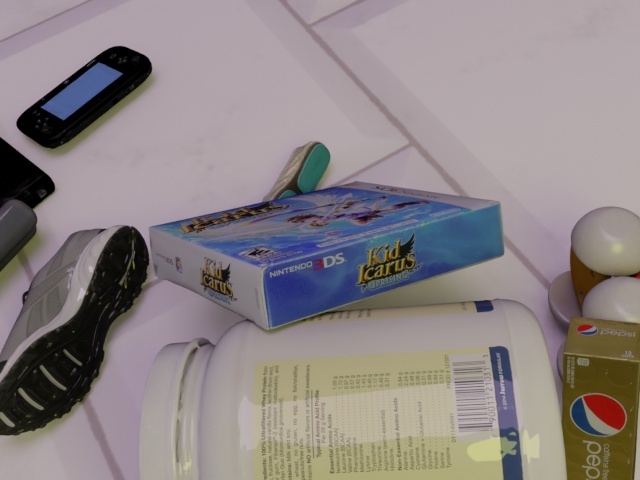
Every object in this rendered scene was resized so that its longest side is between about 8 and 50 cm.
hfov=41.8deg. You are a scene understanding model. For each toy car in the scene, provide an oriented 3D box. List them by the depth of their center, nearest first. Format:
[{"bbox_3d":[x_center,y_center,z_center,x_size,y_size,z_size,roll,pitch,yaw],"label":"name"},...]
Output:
[{"bbox_3d":[0.304,0.065,0.811,0.136,0.159,0.182,2,54,1],"label":"toy car"}]

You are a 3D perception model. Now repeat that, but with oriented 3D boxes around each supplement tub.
[{"bbox_3d":[0.031,0.177,0.727,0.325,0.235,0.235,-5,54,7],"label":"supplement tub"}]

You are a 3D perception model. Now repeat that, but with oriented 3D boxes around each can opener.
[{"bbox_3d":[-0.424,0.081,0.994,0.095,0.076,0.283,39,64,-4],"label":"can opener"}]

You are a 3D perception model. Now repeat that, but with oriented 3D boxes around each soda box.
[{"bbox_3d":[0.244,0.159,0.731,0.061,0.181,0.058,4,29,21],"label":"soda box"}]

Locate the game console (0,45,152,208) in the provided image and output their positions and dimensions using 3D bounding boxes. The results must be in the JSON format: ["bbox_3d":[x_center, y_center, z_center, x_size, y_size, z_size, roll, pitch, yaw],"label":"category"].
[{"bbox_3d":[-0.399,-0.161,1.167,0.213,0.044,0.361,33,66,28],"label":"game console"}]

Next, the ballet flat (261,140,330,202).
[{"bbox_3d":[-0.040,-0.054,1.030,0.052,0.057,0.168,-3,45,43],"label":"ballet flat"}]

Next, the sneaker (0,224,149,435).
[{"bbox_3d":[-0.296,0.096,0.941,0.108,0.100,0.271,4,51,30],"label":"sneaker"}]

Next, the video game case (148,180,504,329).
[{"bbox_3d":[0.000,0.000,0.839,0.269,0.061,0.244,-15,15,-31],"label":"video game case"}]
